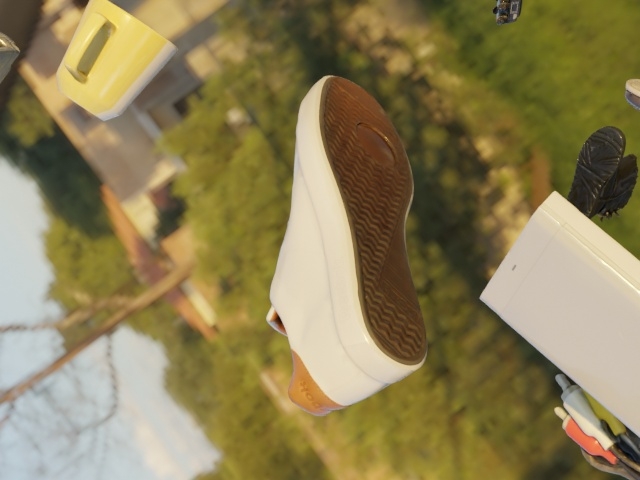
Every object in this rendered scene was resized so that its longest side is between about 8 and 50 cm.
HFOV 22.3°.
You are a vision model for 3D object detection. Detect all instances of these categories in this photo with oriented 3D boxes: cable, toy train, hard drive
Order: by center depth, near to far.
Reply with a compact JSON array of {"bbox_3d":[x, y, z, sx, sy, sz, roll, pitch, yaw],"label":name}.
[{"bbox_3d":[0.308,0.106,1.596,0.307,0.040,0.203,41,152,10],"label":"hard drive"},{"bbox_3d":[0.225,-0.312,1.889,0.158,0.036,0.027,90,170,-52],"label":"toy train"},{"bbox_3d":[0.366,0.270,1.925,0.287,0.072,0.139,-121,31,-42],"label":"cable"}]

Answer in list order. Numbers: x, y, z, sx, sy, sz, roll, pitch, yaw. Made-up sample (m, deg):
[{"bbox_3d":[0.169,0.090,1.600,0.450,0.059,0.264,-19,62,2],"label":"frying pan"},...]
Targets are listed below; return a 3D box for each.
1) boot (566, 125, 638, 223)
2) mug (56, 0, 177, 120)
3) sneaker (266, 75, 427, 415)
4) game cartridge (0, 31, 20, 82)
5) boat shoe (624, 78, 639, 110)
[{"bbox_3d":[0.311,-0.074,1.743,0.045,0.121,0.099,33,-150,28],"label":"boot"},{"bbox_3d":[-0.137,-0.113,1.009,0.078,0.064,0.062,33,-179,-45],"label":"mug"},{"bbox_3d":[0.000,0.000,1.227,0.106,0.123,0.290,29,-140,-30],"label":"sneaker"},{"bbox_3d":[-0.431,-0.147,1.810,0.062,0.198,0.297,41,-175,-5],"label":"game cartridge"},{"bbox_3d":[0.443,-0.122,1.915,0.206,0.065,0.075,30,-149,13],"label":"boat shoe"}]
